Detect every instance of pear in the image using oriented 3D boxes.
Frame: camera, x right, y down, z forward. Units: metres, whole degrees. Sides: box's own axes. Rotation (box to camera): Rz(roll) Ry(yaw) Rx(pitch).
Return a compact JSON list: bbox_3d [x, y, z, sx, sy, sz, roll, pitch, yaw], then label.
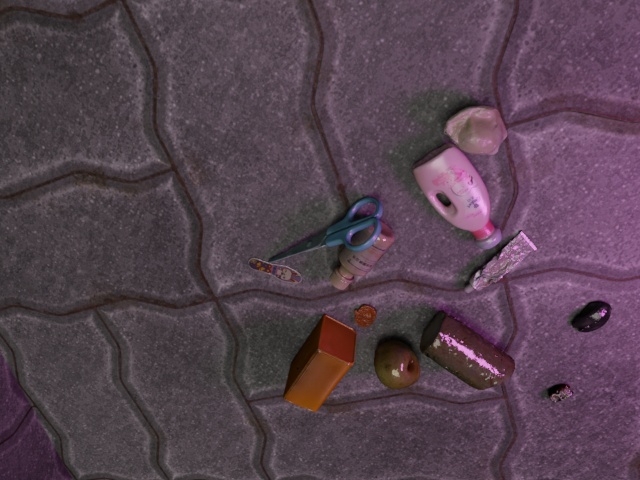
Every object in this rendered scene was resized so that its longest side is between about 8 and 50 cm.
[{"bbox_3d":[0.263,0.434,1.710,0.137,0.167,0.167,-17,114,35],"label":"pear"}]

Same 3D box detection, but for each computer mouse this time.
[{"bbox_3d":[0.872,0.251,1.576,0.079,0.047,0.135,35,119,-8],"label":"computer mouse"}]

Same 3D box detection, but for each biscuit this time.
[{"bbox_3d":[0.153,0.261,1.717,0.078,0.015,0.091,26,118,-3],"label":"biscuit"}]

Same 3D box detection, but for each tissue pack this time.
[{"bbox_3d":[-0.001,0.436,1.731,0.145,0.194,0.274,28,119,-5],"label":"tissue pack"}]

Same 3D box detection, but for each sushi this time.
[{"bbox_3d":[0.841,0.533,1.737,0.083,0.044,0.046,-36,85,21],"label":"sushi"}]

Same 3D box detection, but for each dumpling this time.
[{"bbox_3d":[0.429,-0.300,1.334,0.199,0.118,0.136,19,111,-32],"label":"dumpling"}]

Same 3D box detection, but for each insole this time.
[{"bbox_3d":[-0.156,0.103,1.692,0.197,0.004,0.065,20,119,-1],"label":"insole"}]

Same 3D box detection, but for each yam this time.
[{"bbox_3d":[0.480,0.374,1.638,0.304,0.168,0.168,35,117,-8],"label":"yam"}]

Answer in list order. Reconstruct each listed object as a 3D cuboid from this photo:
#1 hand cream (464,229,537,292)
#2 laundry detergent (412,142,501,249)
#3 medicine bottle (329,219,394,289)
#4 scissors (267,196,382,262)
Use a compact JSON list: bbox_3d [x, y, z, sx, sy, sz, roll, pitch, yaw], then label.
[{"bbox_3d":[0.552,0.080,1.543,0.084,0.050,0.257,43,113,-10],"label":"hand cream"},{"bbox_3d":[0.413,-0.116,1.439,0.159,0.088,0.335,-30,109,27],"label":"laundry detergent"},{"bbox_3d":[0.120,0.050,1.558,0.114,0.114,0.252,33,118,-8],"label":"medicine bottle"},{"bbox_3d":[0.000,0.000,1.551,0.447,0.192,0.029,-22,134,32],"label":"scissors"}]
